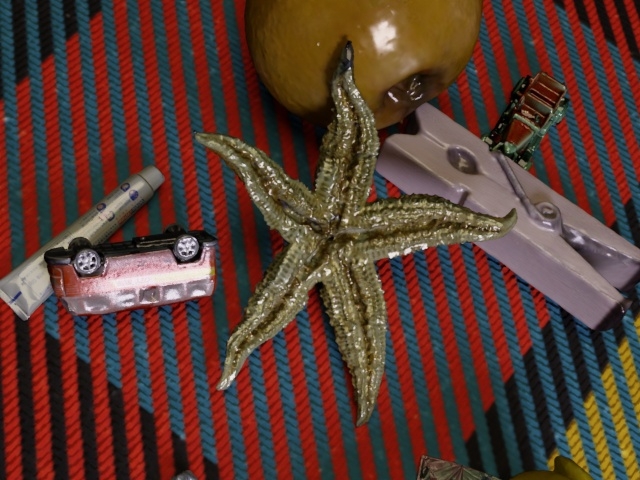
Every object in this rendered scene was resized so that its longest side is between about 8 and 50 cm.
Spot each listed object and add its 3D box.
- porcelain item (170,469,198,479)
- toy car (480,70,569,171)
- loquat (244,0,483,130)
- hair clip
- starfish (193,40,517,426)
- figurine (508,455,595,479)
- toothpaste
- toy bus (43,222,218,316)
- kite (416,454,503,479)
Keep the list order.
[{"bbox_3d":[-0.136,0.264,1.072,0.036,0.028,0.083,20,60,-21],"label":"porcelain item"},{"bbox_3d":[0.246,-0.140,1.328,0.073,0.054,0.143,34,62,6],"label":"toy car"},{"bbox_3d":[0.043,-0.267,1.220,0.275,0.275,0.275,5,65,-10],"label":"loquat"},{"bbox_3d":[0.220,-0.032,1.254,0.331,0.085,0.101,38,62,8],"label":"hair clip"},{"bbox_3d":[-0.002,0.001,1.140,0.358,0.078,0.347,-42,106,-1],"label":"starfish"},{"bbox_3d":[0.138,0.349,1.019,0.326,0.218,0.169,-21,29,-11],"label":"figurine"},{"bbox_3d":[-0.252,-0.005,1.170,0.052,0.033,0.218,45,67,1],"label":"toothpaste"},{"bbox_3d":[-0.193,0.032,1.133,0.174,0.079,0.077,-9,104,-17],"label":"toy bus"},{"bbox_3d":[0.145,0.289,1.133,0.137,0.005,0.152,-27,74,-20],"label":"kite"}]
